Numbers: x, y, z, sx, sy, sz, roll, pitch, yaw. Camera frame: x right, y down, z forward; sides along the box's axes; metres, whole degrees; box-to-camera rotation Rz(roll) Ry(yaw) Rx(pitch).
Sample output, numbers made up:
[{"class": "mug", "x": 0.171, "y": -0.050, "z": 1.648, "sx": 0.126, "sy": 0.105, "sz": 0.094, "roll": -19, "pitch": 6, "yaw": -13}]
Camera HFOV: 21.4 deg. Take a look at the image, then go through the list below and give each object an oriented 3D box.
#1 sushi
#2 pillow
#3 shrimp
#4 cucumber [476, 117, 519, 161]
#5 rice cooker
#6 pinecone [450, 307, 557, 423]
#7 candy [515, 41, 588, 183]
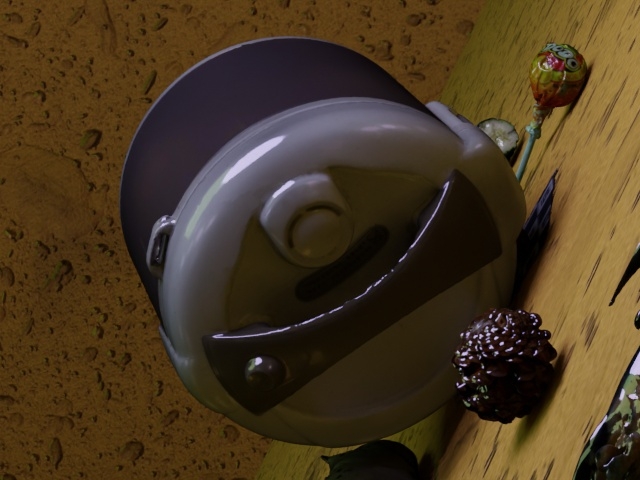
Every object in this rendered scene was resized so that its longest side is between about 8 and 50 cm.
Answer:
[{"class": "sushi", "x": 0.158, "y": 0.032, "z": 1.570, "sx": 0.139, "sy": 0.031, "sz": 0.201, "roll": -69, "pitch": 5, "yaw": -61}, {"class": "pillow", "x": 0.042, "y": 0.220, "z": 1.479, "sx": 0.241, "sy": 0.093, "sz": 0.051, "roll": -77, "pitch": -1, "yaw": -76}, {"class": "shrimp", "x": 0.176, "y": 0.048, "z": 0.865, "sx": 0.219, "sy": 0.046, "sz": 0.152, "roll": -62, "pitch": 3, "yaw": -8}, {"class": "cucumber", "x": 0.173, "y": -0.066, "z": 1.944, "sx": 0.187, "sy": 0.058, "sz": 0.058, "roll": 118, "pitch": 176, "yaw": -47}, {"class": "rice cooker", "x": 0.000, "y": 0.000, "z": 1.512, "sx": 0.335, "sy": 0.335, "sz": 0.325, "roll": -65, "pitch": 25, "yaw": 13}, {"class": "pinecone", "x": 0.131, "y": 0.089, "z": 1.202, "sx": 0.077, "sy": 0.077, "sz": 0.083, "roll": -68, "pitch": -28, "yaw": -51}, {"class": "candy", "x": 0.213, "y": -0.104, "z": 1.691, "sx": 0.060, "sy": 0.060, "sz": 0.201, "roll": -69, "pitch": -3, "yaw": -59}]
